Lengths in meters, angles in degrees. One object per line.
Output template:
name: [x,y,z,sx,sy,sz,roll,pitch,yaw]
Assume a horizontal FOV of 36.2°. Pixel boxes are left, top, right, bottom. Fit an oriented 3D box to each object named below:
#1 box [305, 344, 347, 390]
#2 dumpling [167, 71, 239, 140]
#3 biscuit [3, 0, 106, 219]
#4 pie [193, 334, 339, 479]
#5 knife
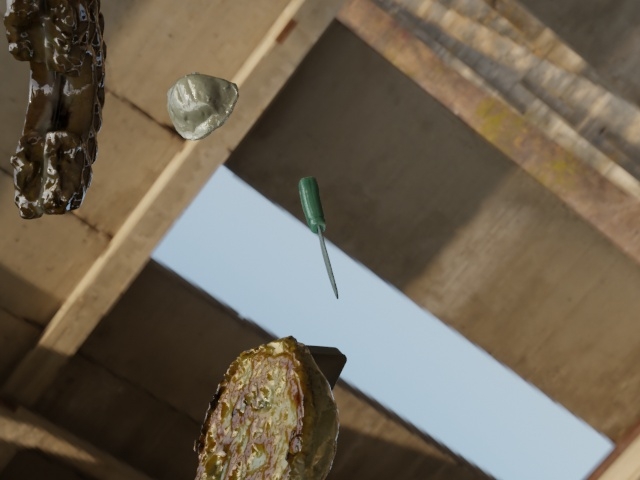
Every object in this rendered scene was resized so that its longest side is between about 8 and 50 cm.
box: [-0.023,0.221,1.679,0.126,0.091,0.031,7,-152,-33]
dumpling: [-0.108,-0.118,0.869,0.077,0.059,0.043,7,177,11]
biscuit: [-0.389,-0.230,1.452,0.115,0.366,0.268,6,-157,-5]
pie: [-0.081,0.283,1.352,0.092,0.315,0.315,29,-166,-28]
knife: [0.000,0.001,1.646,0.063,0.034,0.260,93,167,-54]
